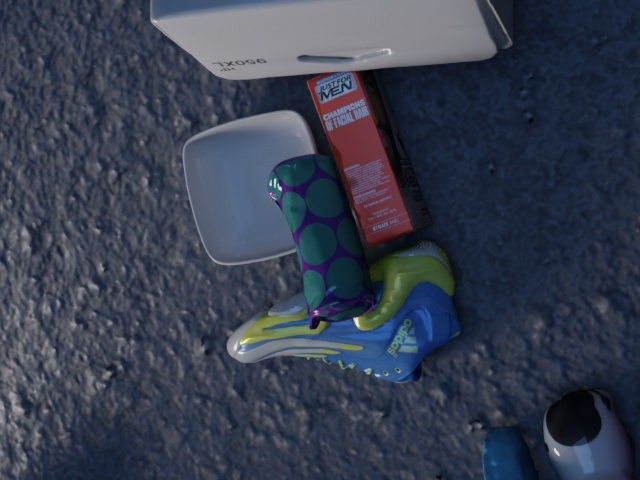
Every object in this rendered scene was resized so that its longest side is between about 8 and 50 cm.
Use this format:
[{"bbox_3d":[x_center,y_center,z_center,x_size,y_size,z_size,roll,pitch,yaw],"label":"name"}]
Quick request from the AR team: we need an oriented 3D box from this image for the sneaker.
[{"bbox_3d":[0.029,0.098,1.143,0.240,0.091,0.126,-25,87,17],"label":"sneaker"}]

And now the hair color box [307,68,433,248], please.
[{"bbox_3d":[0.049,-0.082,1.119,0.053,0.093,0.167,-21,89,17],"label":"hair color box"}]

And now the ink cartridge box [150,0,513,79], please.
[{"bbox_3d":[0.015,-0.360,1.025,0.285,0.166,0.395,-3,80,18],"label":"ink cartridge box"}]

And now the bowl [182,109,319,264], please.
[{"bbox_3d":[-0.058,-0.052,1.177,0.142,0.053,0.142,-13,90,18],"label":"bowl"}]

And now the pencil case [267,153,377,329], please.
[{"bbox_3d":[0.000,0.000,1.083,0.070,0.064,0.151,-22,74,18],"label":"pencil case"}]

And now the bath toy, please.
[{"bbox_3d":[0.314,0.182,1.040,0.348,0.129,0.151,-25,87,17],"label":"bath toy"}]
